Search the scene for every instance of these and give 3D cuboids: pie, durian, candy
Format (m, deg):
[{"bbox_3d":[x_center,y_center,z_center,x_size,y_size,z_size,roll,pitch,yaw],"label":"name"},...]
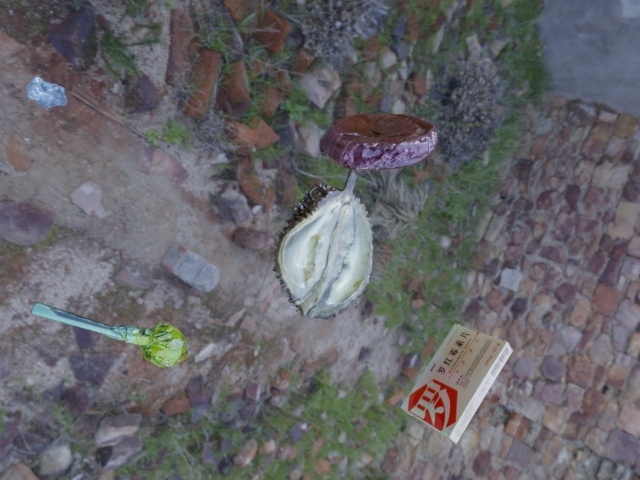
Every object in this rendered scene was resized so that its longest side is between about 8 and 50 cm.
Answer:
[{"bbox_3d":[0.088,-0.153,0.706,0.182,0.182,0.050,-39,135,-42],"label":"pie"},{"bbox_3d":[-0.003,-0.001,0.430,0.110,0.071,0.140,19,86,-43],"label":"durian"},{"bbox_3d":[-0.329,0.148,0.749,0.262,0.077,0.073,32,72,-40],"label":"candy"}]

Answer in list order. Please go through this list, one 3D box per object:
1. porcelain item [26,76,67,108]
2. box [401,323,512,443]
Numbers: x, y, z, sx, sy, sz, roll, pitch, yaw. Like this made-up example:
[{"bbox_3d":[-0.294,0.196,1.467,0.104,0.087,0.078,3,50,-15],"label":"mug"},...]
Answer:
[{"bbox_3d":[-0.345,-0.184,0.582,0.028,0.083,0.036,-32,108,-3],"label":"porcelain item"},{"bbox_3d":[0.115,0.118,0.394,0.093,0.058,0.015,-51,118,-17],"label":"box"}]
